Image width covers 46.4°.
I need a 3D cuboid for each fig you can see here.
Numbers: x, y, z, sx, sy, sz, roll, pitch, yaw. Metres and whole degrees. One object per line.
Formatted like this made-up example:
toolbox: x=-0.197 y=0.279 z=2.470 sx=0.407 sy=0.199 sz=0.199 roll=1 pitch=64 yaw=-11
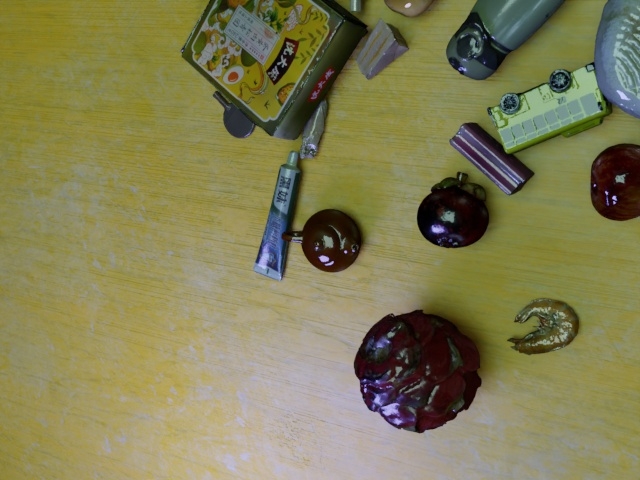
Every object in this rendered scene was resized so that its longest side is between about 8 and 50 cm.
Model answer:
fig: x=0.715 y=-0.136 z=1.670 sx=0.207 sy=0.175 sz=0.175 roll=-6 pitch=95 yaw=13

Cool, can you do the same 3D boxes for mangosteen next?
mangosteen: x=0.334 y=-0.077 z=1.873 sx=0.200 sy=0.200 sz=0.199 roll=5 pitch=100 yaw=27

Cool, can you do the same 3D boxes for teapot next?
teapot: x=0.000 y=0.000 z=2.066 sx=0.252 sy=0.135 sz=0.178 roll=8 pitch=98 yaw=25

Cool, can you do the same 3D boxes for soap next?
soap: x=0.419 y=-0.201 z=1.824 sx=0.203 sy=0.122 sz=0.065 roll=45 pitch=115 yaw=13

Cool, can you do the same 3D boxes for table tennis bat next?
table tennis bat: x=-0.280 y=-0.369 z=2.161 sx=0.170 sy=0.119 sz=0.107 roll=47 pitch=115 yaw=12

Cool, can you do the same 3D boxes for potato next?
potato: x=0.227 y=-0.673 z=1.841 sx=0.150 sy=0.146 sz=0.233 roll=-135 pitch=38 yaw=-64

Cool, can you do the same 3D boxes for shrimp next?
shrimp: x=0.551 y=0.219 z=1.870 sx=0.188 sy=0.052 sz=0.132 roll=-26 pitch=67 yaw=23

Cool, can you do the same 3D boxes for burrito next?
burrito: x=-0.017 y=-0.316 z=2.075 sx=0.058 sy=0.045 sz=0.188 roll=15 pitch=102 yaw=9

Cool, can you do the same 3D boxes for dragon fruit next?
dragon fruit: x=0.241 y=0.329 z=1.889 sx=0.329 sy=0.329 sz=0.329 roll=5 pitch=100 yaw=27

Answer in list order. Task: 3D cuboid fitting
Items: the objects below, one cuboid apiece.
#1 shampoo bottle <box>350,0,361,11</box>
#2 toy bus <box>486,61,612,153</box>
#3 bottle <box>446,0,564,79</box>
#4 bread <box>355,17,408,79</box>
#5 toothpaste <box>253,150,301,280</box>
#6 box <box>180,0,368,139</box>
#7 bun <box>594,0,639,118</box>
shampoo bottle: x=0.094 y=-0.746 z=1.925 sx=0.092 sy=0.092 sz=0.303 roll=6 pitch=102 yaw=27
toy bus: x=0.543 y=-0.307 z=1.741 sx=0.262 sy=0.128 sz=0.150 roll=-21 pitch=88 yaw=30
bottle: x=0.439 y=-0.532 z=1.739 sx=0.168 sy=0.168 sz=0.347 roll=47 pitch=118 yaw=14
bread: x=0.142 y=-0.492 z=1.931 sx=0.152 sy=0.105 sz=0.077 roll=-36 pitch=75 yaw=26
toothpaste: x=-0.117 y=-0.072 z=2.155 sx=0.099 sy=0.061 sz=0.392 roll=20 pitch=109 yaw=20
box: x=-0.137 y=-0.541 z=2.028 sx=0.420 sy=0.138 sz=0.373 roll=44 pitch=112 yaw=21
bun: x=0.742 y=-0.403 z=1.571 sx=0.355 sy=0.194 sz=0.354 roll=1 pitch=92 yaw=13
